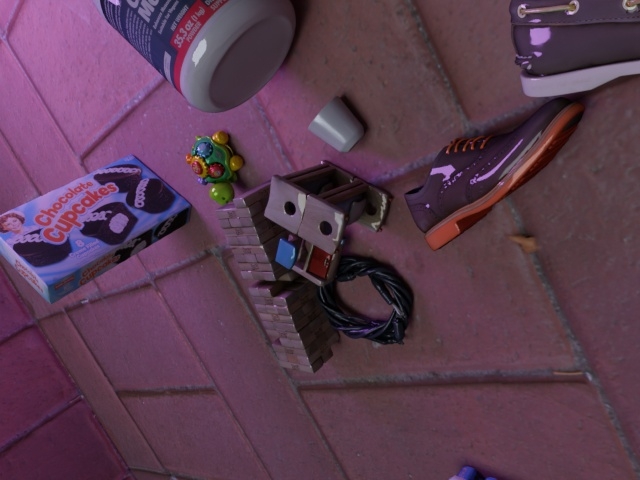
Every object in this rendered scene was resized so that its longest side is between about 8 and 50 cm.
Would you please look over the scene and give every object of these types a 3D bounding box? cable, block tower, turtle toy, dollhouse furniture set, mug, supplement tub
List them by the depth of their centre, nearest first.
[{"bbox_3d":[-0.185,-0.326,0.817,0.272,0.191,0.191,44,139,10],"label":"supplement tub"},{"bbox_3d":[0.028,-0.158,0.846,0.064,0.078,0.062,42,106,0],"label":"mug"},{"bbox_3d":[0.000,0.000,0.890,0.129,0.129,0.184,30,122,25],"label":"dollhouse furniture set"},{"bbox_3d":[0.062,0.095,0.986,0.184,0.047,0.151,17,127,36],"label":"cable"},{"bbox_3d":[-0.186,-0.125,1.054,0.095,0.066,0.130,-23,100,49],"label":"turtle toy"},{"bbox_3d":[-0.072,0.065,1.059,0.097,0.091,0.336,-1,115,43],"label":"block tower"}]

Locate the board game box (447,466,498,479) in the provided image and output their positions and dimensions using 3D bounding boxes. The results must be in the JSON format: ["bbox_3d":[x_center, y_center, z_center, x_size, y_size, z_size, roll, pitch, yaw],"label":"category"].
[{"bbox_3d":[0.414,0.583,0.987,0.390,0.050,0.390,8,122,40],"label":"board game box"}]

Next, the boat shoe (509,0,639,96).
[{"bbox_3d":[0.309,-0.200,0.498,0.324,0.116,0.097,1,121,50],"label":"boat shoe"}]

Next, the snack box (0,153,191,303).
[{"bbox_3d":[-0.434,-0.035,1.155,0.187,0.322,0.060,39,139,17],"label":"snack box"}]

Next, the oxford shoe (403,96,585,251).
[{"bbox_3d":[0.186,-0.087,0.708,0.098,0.097,0.271,54,140,9],"label":"oxford shoe"}]
